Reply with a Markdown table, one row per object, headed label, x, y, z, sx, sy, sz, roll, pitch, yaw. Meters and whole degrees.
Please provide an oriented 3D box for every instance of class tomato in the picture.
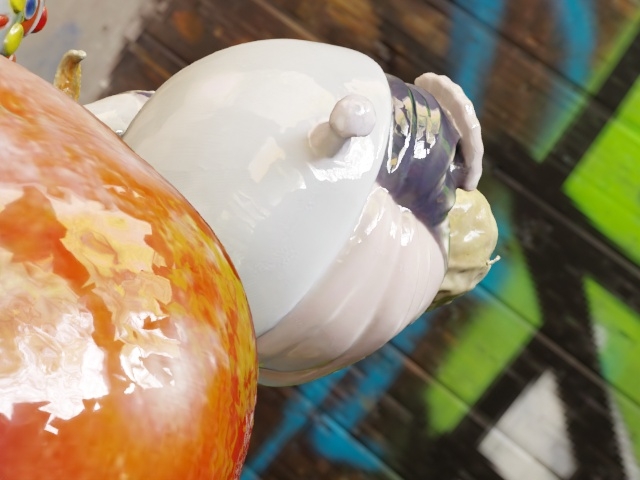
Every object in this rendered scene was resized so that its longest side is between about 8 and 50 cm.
| label | x | y | z | sx | sy | sz | roll | pitch | yaw |
| --- | --- | --- | --- | --- | --- | --- | --- | --- | --- |
| tomato | -0.094 | 0.051 | 0.465 | 0.140 | 0.233 | 0.200 | 8 | 122 | -40 |

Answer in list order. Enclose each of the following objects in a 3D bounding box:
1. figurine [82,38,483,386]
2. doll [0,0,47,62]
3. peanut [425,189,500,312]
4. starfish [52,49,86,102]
| label | x | y | z | sx | sy | sz | roll | pitch | yaw |
| --- | --- | --- | --- | --- | --- | --- | --- | --- | --- |
| figurine | -0.085 | -0.012 | 1.184 | 0.211 | 0.361 | 0.253 | 31 | 65 | -56 |
| doll | -0.301 | -0.219 | 1.618 | 0.245 | 0.076 | 0.142 | -71 | 169 | -74 |
| peanut | 0.000 | 0.000 | 1.466 | 0.313 | 0.149 | 0.149 | -9 | 135 | -28 |
| starfish | -0.200 | -0.011 | 1.097 | 0.138 | 0.050 | 0.247 | 31 | 65 | -74 |
